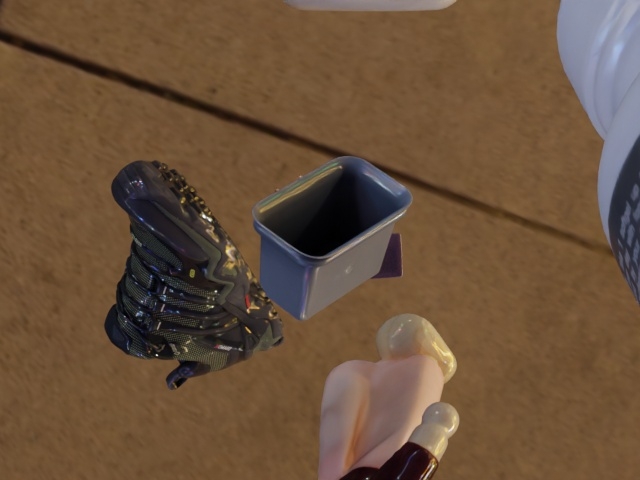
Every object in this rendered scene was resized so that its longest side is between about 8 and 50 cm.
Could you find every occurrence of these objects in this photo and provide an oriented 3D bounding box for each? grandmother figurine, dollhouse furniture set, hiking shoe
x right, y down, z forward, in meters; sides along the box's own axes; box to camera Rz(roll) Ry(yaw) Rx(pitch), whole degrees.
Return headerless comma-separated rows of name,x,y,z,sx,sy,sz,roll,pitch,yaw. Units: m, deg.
grandmother figurine,0.028,0.203,1.238,0.104,0.342,0.208,23,120,-2
dollhouse furniture set,0.012,-0.011,1.526,0.114,0.081,0.091,-4,95,-9
hiking shoe,-0.108,0.037,1.172,0.114,0.086,0.227,-35,139,-4

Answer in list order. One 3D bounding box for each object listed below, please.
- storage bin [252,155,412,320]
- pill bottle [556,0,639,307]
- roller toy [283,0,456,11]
storage bin,0.000,0.000,1.402,0.135,0.098,0.091,-31,145,-39
pill bottle,0.238,0.009,0.661,0.210,0.363,0.210,-12,141,-10
roller toy,0.041,-0.254,1.126,0.146,0.209,0.191,1,91,7
